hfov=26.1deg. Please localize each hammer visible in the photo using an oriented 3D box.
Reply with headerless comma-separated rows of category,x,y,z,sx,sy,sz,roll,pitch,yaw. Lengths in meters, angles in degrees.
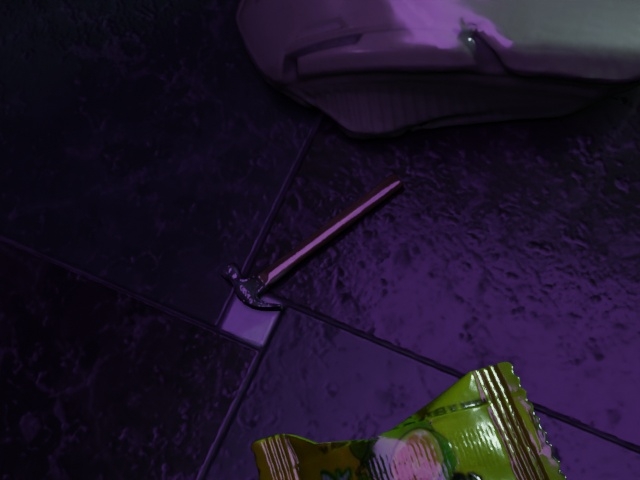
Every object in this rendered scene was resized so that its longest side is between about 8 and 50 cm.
hammer,0.000,0.000,1.240,0.182,0.017,0.062,-36,70,-3

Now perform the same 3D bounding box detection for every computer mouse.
computer mouse,0.125,-0.225,1.225,0.429,0.145,0.228,-3,69,9

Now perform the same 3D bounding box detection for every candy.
candy,0.070,0.196,1.135,0.246,0.069,0.149,-21,72,5
